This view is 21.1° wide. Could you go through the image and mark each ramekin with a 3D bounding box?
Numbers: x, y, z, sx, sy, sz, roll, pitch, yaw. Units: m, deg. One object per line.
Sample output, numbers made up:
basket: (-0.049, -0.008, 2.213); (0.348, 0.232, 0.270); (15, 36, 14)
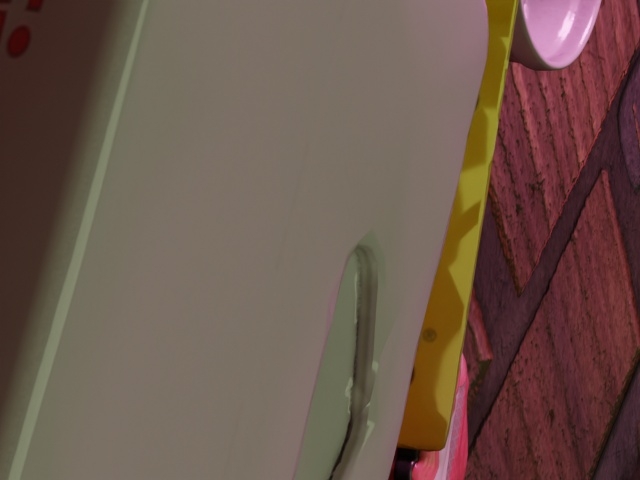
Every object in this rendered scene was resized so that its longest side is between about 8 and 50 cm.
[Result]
ramekin: (0.146, -0.240, 1.364); (0.207, 0.109, 0.207); (-21, 114, -59)

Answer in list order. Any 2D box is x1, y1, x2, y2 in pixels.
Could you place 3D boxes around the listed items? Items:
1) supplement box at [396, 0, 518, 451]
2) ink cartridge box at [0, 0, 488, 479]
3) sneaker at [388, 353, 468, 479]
supplement box: (-0.055, -0.027, 0.766); (0.356, 0.194, 0.195); (162, -63, -82)
ink cartridge box: (-0.183, 0.008, 0.488); (0.166, 0.395, 0.285); (35, 65, -59)
sneaker: (0.065, 0.211, 1.306); (0.136, 0.116, 0.314); (43, 59, -59)
